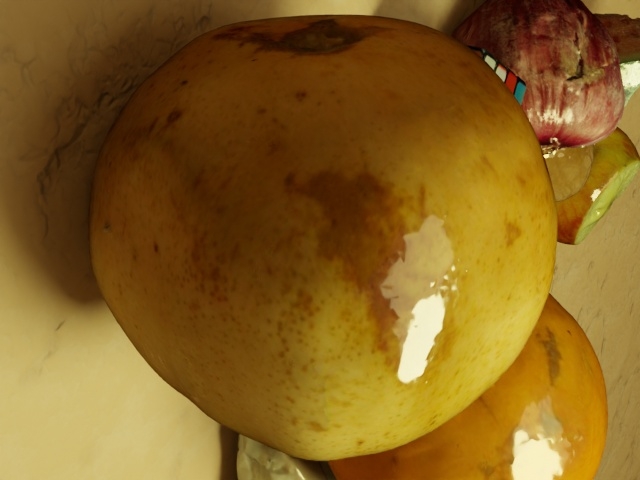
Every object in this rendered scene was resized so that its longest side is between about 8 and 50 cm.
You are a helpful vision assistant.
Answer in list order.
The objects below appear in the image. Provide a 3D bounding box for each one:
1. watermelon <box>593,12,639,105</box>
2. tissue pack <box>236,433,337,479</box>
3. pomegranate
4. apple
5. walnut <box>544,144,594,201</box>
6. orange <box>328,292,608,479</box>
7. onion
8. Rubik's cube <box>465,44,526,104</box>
[{"bbox_3d":[0.407,-0.262,1.790,0.257,0.193,0.140,-59,150,-47],"label":"watermelon"},{"bbox_3d":[0.053,0.338,1.469,0.390,0.195,0.376,-9,103,-45],"label":"tissue pack"},{"bbox_3d":[0.000,0.000,1.042,0.416,0.416,0.417,-32,131,-47],"label":"pomegranate"},{"bbox_3d":[0.400,-0.095,1.844,0.195,0.160,0.173,-48,143,4],"label":"apple"},{"bbox_3d":[0.288,-0.134,1.643,0.207,0.167,0.167,48,64,-45],"label":"walnut"},{"bbox_3d":[0.150,0.181,1.271,0.312,0.312,0.312,-32,131,-47],"label":"orange"},{"bbox_3d":[0.277,-0.254,1.528,0.120,0.227,0.284,113,-30,-57],"label":"onion"},{"bbox_3d":[0.131,-0.146,1.400,0.151,0.154,0.155,18,90,-60],"label":"Rubik's cube"}]
